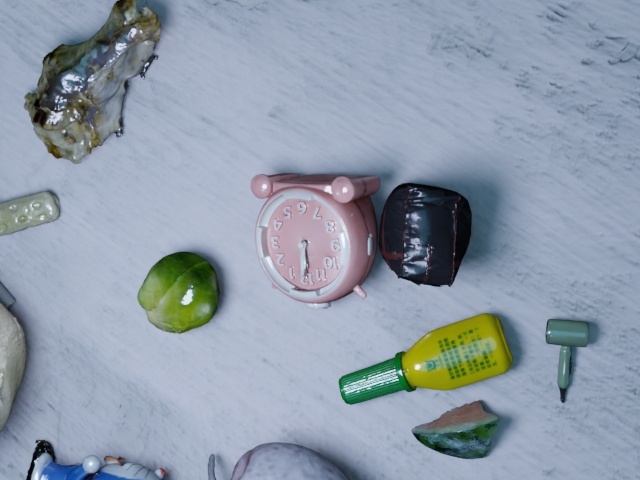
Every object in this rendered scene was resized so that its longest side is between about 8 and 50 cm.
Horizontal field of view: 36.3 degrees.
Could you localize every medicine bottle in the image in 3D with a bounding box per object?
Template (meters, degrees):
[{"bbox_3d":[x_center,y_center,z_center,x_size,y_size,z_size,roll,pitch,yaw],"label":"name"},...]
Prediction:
[{"bbox_3d":[0.181,0.221,1.723,0.309,0.076,0.111,-19,80,8],"label":"medicine bottle"}]

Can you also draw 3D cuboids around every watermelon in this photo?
[{"bbox_3d":[0.241,0.344,1.730,0.155,0.080,0.101,-15,122,6],"label":"watermelon"}]

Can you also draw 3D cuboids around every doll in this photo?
[{"bbox_3d":[-0.398,0.466,1.773,0.257,0.215,0.161,14,48,12],"label":"doll"}]

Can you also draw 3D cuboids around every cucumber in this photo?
[{"bbox_3d":[-0.539,0.466,1.847,0.053,0.053,0.181,13,90,9],"label":"cucumber"}]

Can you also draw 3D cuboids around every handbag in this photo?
[{"bbox_3d":[0.177,-0.010,1.662,0.155,0.215,0.169,9,94,1],"label":"handbag"}]

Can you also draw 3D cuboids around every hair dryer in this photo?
[{"bbox_3d":[0.427,0.212,1.708,0.071,0.047,0.150,4,100,11],"label":"hair dryer"}]

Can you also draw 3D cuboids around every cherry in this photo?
[{"bbox_3d":[-0.049,0.506,1.660,0.335,0.291,0.326,2,97,1],"label":"cherry"}]

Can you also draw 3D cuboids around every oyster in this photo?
[{"bbox_3d":[-0.412,-0.295,1.801,0.337,0.133,0.197,-41,91,11],"label":"oyster"}]

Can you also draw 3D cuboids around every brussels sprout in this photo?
[{"bbox_3d":[-0.248,0.096,1.774,0.155,0.118,0.155,10,108,32],"label":"brussels sprout"}]

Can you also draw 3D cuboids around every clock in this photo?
[{"bbox_3d":[0.000,0.000,1.723,0.227,0.142,0.241,3,99,33],"label":"clock"}]

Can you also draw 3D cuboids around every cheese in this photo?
[{"bbox_3d":[-0.592,-0.045,1.867,0.194,0.043,0.064,-13,86,8],"label":"cheese"}]

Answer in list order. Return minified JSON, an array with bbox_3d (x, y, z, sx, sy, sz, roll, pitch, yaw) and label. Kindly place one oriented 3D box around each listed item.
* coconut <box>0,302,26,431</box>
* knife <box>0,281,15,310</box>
[{"bbox_3d":[-0.705,0.219,1.735,0.347,0.360,0.346,-5,126,-7],"label":"coconut"},{"bbox_3d":[-0.694,0.044,1.886,0.265,0.040,0.073,44,107,7],"label":"knife"}]
